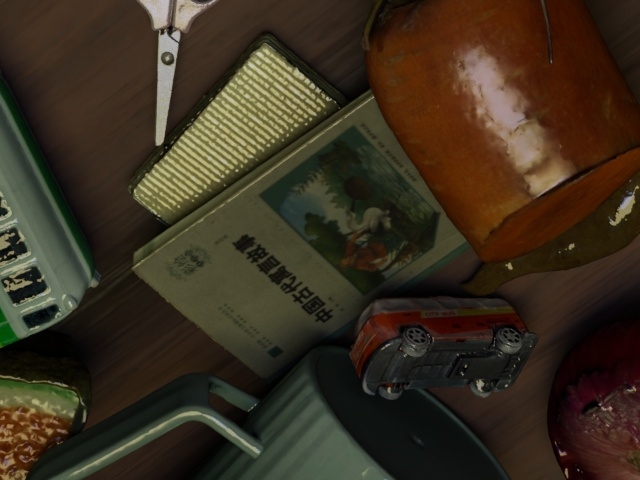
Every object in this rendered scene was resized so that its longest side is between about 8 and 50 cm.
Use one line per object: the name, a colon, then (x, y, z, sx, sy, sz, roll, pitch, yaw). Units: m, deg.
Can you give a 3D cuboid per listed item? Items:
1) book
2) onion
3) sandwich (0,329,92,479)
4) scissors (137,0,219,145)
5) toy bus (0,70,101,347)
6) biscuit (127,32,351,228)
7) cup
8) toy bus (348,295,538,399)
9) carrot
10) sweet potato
book: (0.000, 0.000, 1.659, 0.283, 0.025, 0.215, -36, 126, 15)
onion: (0.323, 0.165, 1.673, 0.248, 0.161, 0.248, 6, 136, 6)
sandwich: (-0.336, 0.179, 1.735, 0.292, 0.109, 0.212, -27, 118, 15)
scissors: (-0.133, -0.175, 1.596, 0.100, 0.015, 0.189, 6, 106, -5)
toy bus: (-0.320, -0.041, 1.613, 0.165, 0.133, 0.276, -19, 115, 10)
biscuit: (-0.071, -0.081, 1.640, 0.121, 0.040, 0.199, 38, 111, -18)
cup: (-0.057, 0.311, 1.663, 0.401, 0.310, 0.392, 23, 112, -42)
toy bus: (0.107, 0.095, 1.667, 0.174, 0.077, 0.079, 1, 134, -28)
carrot: (0.141, -0.142, 1.512, 0.193, 0.214, 0.331, -30, 94, 2)
sweet potato: (0.240, -0.008, 1.661, 0.249, 0.059, 0.069, -38, 89, 20)
